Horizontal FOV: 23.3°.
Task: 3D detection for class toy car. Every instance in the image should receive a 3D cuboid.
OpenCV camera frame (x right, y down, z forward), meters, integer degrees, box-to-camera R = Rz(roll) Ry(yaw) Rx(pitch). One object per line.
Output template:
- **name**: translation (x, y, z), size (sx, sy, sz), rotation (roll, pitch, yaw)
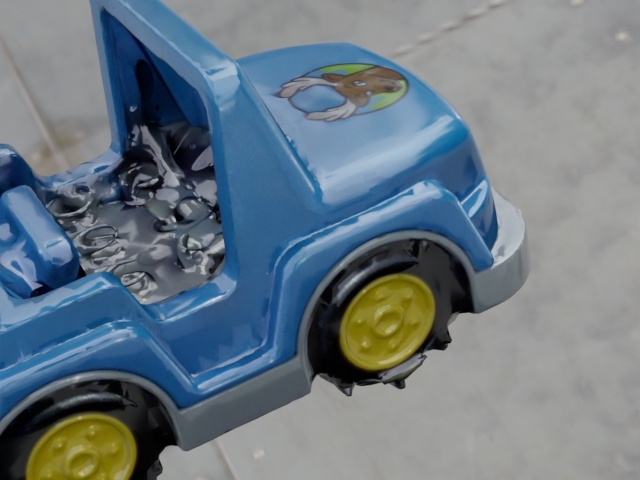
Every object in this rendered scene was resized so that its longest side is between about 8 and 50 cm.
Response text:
- **toy car**: translation (-0.047, -0.005, 0.390), size (0.191, 0.100, 0.097), rotation (-23, 35, -18)

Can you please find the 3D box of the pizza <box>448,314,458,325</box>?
- **pizza**: translation (0.000, 0.000, 1.053), size (0.188, 0.062, 0.199), rotation (-14, 64, -44)
